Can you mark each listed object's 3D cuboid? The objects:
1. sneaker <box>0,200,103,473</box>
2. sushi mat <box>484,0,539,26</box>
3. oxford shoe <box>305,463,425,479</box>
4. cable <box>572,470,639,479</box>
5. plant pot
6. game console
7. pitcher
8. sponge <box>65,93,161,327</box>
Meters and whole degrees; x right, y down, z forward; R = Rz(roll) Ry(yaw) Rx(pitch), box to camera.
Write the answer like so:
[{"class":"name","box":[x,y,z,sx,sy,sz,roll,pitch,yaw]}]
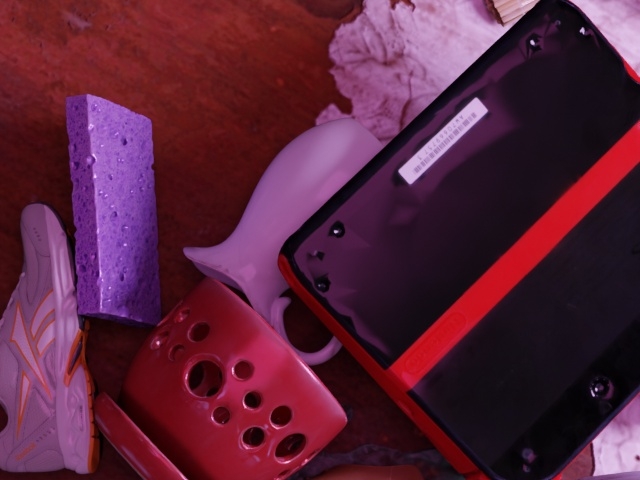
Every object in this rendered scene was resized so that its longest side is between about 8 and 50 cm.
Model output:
[{"class":"sneaker","box":[-0.278,0.093,1.543,0.121,0.099,0.262,-7,79,-3]},{"class":"sushi mat","box":[0.281,-0.357,1.723,0.316,0.019,0.151,-30,83,-11]},{"class":"oxford shoe","box":[-0.001,0.253,1.565,0.212,0.076,0.076,-5,50,-4]},{"class":"cable","box":[0.326,0.272,1.492,0.257,0.257,0.089,2,68,-1]},{"class":"plant pot","box":[-0.098,0.157,1.503,0.174,0.191,0.191,-44,87,-7]},{"class":"game console","box":[0.201,0.011,1.545,0.386,0.060,0.342,-44,95,-11]},{"class":"pitcher","box":[0.000,0.000,1.574,0.207,0.125,0.178,-44,83,-4]},{"class":"sponge","box":[-0.195,-0.025,1.562,0.031,0.117,0.210,-8,79,22]}]
